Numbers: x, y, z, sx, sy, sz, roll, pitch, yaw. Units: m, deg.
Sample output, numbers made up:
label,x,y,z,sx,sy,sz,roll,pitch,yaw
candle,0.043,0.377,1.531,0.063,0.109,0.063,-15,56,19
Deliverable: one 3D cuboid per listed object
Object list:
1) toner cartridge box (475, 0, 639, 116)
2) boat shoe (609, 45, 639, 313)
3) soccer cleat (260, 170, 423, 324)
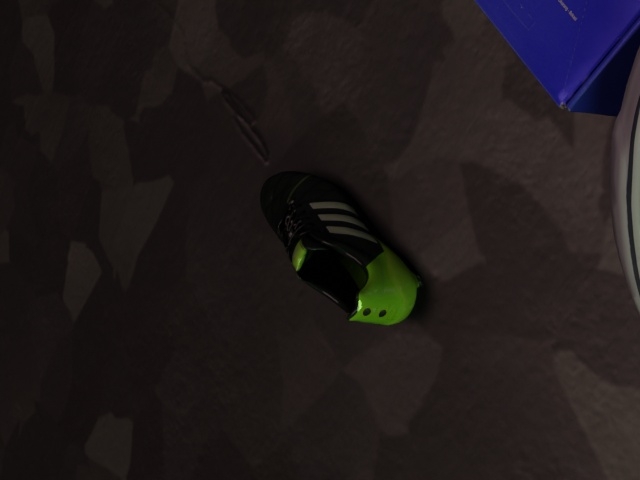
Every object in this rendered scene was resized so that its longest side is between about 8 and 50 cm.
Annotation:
label,x,y,z,sx,sy,sz,roll,pitch,yaw
toner cartridge box,0.126,-0.253,0.740,0.165,0.075,0.348,-52,54,32
boat shoe,0.230,-0.086,0.525,0.156,0.136,0.367,-89,10,-68
soccer cleat,0.000,0.000,0.878,0.179,0.072,0.060,42,120,40
